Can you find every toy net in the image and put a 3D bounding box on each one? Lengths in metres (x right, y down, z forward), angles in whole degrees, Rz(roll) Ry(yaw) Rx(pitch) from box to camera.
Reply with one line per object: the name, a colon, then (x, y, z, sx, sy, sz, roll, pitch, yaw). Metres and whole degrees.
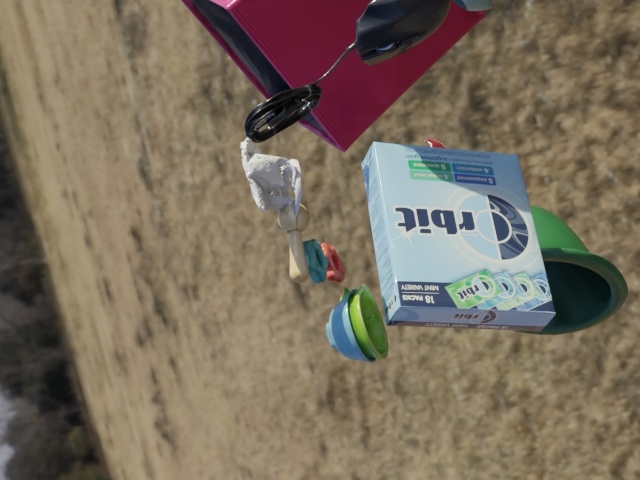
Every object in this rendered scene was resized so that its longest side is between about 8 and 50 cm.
toy net: (0.000, 0.000, 1.041, 0.232, 0.045, 0.122, 64, -160, -19)

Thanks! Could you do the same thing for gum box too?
gum box: (0.129, -0.005, 1.098, 0.041, 0.157, 0.184, 118, 151, -54)

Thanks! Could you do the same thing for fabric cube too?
fabric cube: (0.001, -0.317, 1.486, 0.254, 0.258, 0.259, 47, 176, -32)

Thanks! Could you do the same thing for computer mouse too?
computer mouse: (0.031, -0.166, 1.081, 0.041, 0.242, 0.071, 51, -177, 23)

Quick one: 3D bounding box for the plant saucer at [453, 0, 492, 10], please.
plant saucer: (0.132, -0.281, 1.215, 0.119, 0.021, 0.119, 44, -174, -6)

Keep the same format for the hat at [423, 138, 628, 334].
hat: (0.246, -0.018, 1.308, 0.208, 0.173, 0.184, 39, -138, -41)
